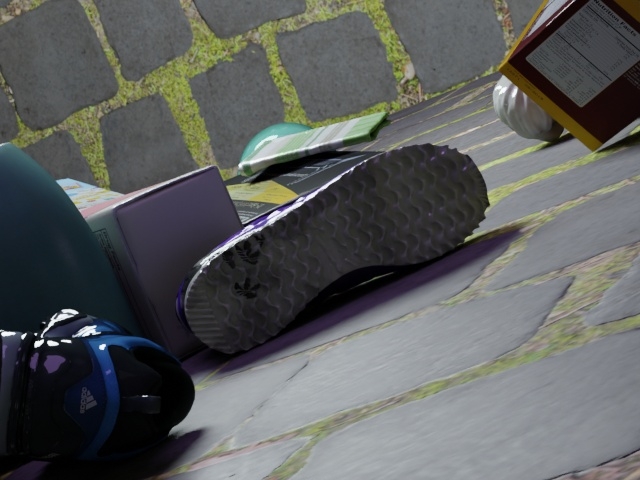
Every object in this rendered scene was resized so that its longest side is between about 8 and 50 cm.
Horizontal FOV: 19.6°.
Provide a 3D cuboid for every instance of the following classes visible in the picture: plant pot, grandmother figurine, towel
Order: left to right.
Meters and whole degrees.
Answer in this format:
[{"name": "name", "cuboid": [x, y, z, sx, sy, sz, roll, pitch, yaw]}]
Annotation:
[{"name": "plant pot", "cuboid": [-0.309, 0.053, 1.567, 0.293, 0.235, 0.293, -18, 4, 1]}, {"name": "towel", "cuboid": [-0.004, -0.103, 2.013, 0.152, 0.023, 0.113, -13, 13, 18]}, {"name": "grandmother figurine", "cuboid": [0.349, -0.194, 2.009, 0.342, 0.104, 0.208, -18, -1, 23]}]

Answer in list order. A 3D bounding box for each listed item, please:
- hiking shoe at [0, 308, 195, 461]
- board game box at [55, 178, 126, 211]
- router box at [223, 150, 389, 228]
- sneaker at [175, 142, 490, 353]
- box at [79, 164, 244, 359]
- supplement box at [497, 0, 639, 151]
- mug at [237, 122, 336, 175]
[{"name": "hiking shoe", "cuboid": [-0.153, 0.115, 1.324, 0.132, 0.113, 0.304, 8, 3, 5]}, {"name": "board game box", "cuboid": [-0.287, 0.025, 1.988, 0.144, 0.142, 0.275, -13, 11, -21]}, {"name": "router box", "cuboid": [-0.065, -0.014, 1.954, 0.243, 0.081, 0.309, -25, 12, -19]}, {"name": "sneaker", "cuboid": [-0.001, -0.001, 1.608, 0.293, 0.102, 0.146, -25, 6, -15]}, {"name": "box", "cuboid": [-0.176, 0.035, 1.734, 0.127, 0.148, 0.232, -27, 7, -37]}, {"name": "supplement box", "cuboid": [0.307, -0.226, 1.793, 0.191, 0.129, 0.194, -54, 7, -35]}, {"name": "mug", "cuboid": [-0.036, -0.061, 2.234, 0.129, 0.157, 0.097, 1, 8, -3]}]
